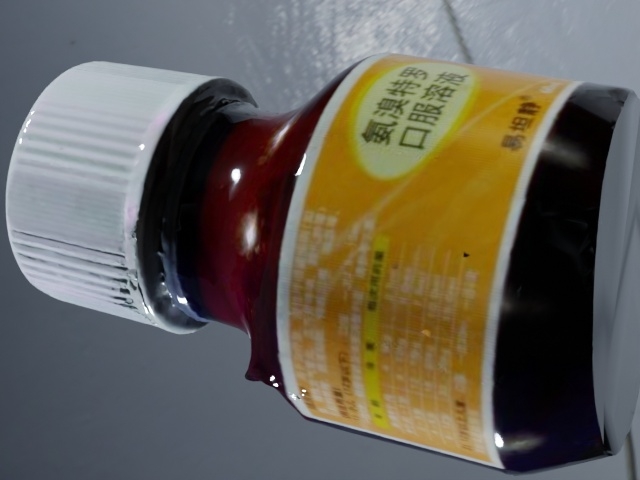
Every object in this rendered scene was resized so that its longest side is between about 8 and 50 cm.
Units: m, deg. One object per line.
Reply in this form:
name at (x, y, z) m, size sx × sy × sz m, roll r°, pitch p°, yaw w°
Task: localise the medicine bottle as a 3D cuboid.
medicine bottle at (0.000, 0.000, 0.839) m, size 0.395 × 0.242 × 0.242 m, roll 8°, pitch 110°, yaw 20°
